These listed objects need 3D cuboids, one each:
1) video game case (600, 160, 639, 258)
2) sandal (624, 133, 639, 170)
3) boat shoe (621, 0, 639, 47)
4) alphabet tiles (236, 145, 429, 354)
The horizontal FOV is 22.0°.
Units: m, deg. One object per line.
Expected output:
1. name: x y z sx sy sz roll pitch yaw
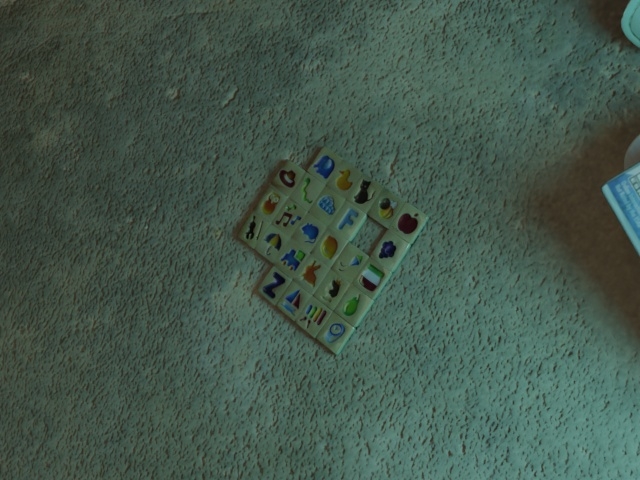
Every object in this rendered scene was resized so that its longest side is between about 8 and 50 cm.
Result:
1. video game case: 0.477 0.012 1.584 0.300 0.036 0.329 -32 78 21
2. sandal: 0.437 -0.115 1.676 0.265 0.076 0.102 -35 72 28
3. boat shoe: 0.453 -0.314 1.768 0.302 0.114 0.091 -32 28 32
4. alphabet tiles: 0.000 0.000 2.018 0.237 0.009 0.198 36 95 39
